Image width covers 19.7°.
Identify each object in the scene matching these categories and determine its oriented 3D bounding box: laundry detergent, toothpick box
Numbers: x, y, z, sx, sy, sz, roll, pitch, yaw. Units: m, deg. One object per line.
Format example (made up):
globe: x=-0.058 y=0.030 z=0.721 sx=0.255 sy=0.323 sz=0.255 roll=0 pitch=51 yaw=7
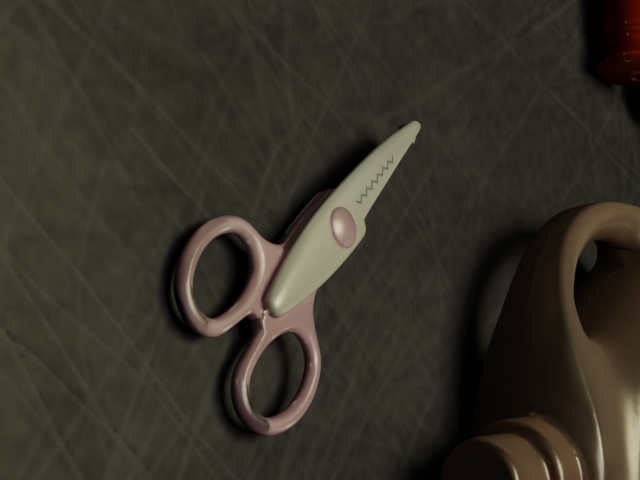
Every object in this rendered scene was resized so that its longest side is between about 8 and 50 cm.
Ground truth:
laundry detergent: x=0.127 y=0.066 z=0.856 sx=0.237 sy=0.076 sz=0.171 roll=4 pitch=76 yaw=-53
toothpick box: x=0.171 y=-0.127 z=1.002 sx=0.047 sy=0.047 sz=0.083 roll=24 pitch=62 yaw=-51

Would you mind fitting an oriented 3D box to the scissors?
scissors: x=0.000 y=0.000 z=0.731 sx=0.085 sy=0.022 sz=0.176 roll=61 pitch=40 yaw=-19
